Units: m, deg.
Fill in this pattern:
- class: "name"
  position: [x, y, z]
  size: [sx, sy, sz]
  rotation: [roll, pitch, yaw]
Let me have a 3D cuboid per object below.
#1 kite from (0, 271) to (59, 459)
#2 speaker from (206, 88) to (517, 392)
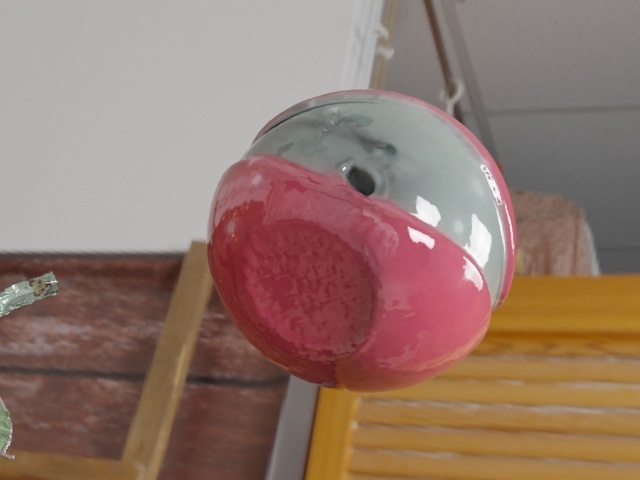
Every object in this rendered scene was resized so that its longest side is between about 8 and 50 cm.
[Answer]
- class: "kite"
  position: [-0.387, 0.074, 1.056]
  size: [0.267, 0.323, 0.013]
  rotation: [-13, -21, -25]
- class: "speaker"
  position: [0.043, -0.008, 1.027]
  size: [0.294, 0.294, 0.294]
  rotation: [8, -25, 4]
